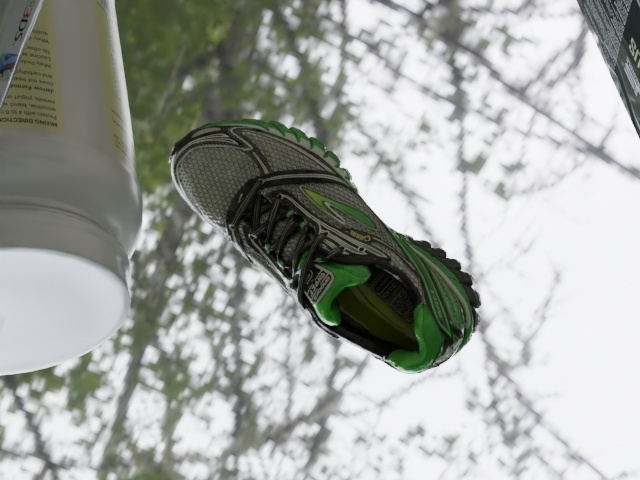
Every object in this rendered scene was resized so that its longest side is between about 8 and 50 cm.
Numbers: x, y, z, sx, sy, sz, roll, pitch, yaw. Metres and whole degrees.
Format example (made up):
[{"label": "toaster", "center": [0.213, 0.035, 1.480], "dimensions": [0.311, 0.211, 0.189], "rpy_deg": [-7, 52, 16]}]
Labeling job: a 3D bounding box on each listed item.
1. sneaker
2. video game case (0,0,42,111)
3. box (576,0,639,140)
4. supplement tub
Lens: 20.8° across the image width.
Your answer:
[{"label": "sneaker", "center": [0.000, 0.000, 1.677], "dimensions": [0.343, 0.134, 0.146], "rpy_deg": [33, -162, 7]}, {"label": "video game case", "center": [-0.358, -0.136, 1.231], "dimensions": [0.329, 0.300, 0.036], "rpy_deg": [30, -166, 26]}, {"label": "box", "center": [0.168, -0.083, 0.566], "dimensions": [0.147, 0.077, 0.180], "rpy_deg": [-21, -107, -2]}, {"label": "supplement tub", "center": [-0.268, -0.080, 1.395], "dimensions": [0.235, 0.235, 0.324], "rpy_deg": [3, -123, -22]}]
